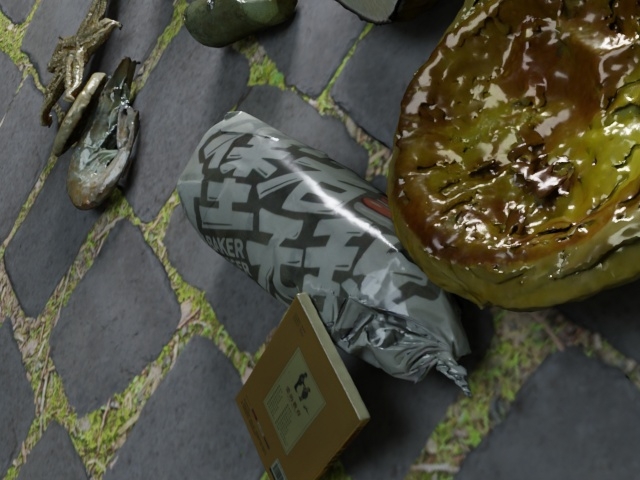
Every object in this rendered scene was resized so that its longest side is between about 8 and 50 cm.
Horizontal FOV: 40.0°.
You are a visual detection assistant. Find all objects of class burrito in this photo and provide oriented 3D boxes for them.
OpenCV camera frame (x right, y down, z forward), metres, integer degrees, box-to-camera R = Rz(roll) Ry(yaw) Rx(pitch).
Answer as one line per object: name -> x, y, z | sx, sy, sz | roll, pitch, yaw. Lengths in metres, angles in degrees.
burrito -> 0.000, 0.000, 0.775 | 0.445, 0.101, 0.139 | 35, 101, 49

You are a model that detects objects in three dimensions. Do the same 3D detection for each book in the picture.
book -> -0.021, 0.139, 0.731 | 0.118, 0.012, 0.172 | 61, 142, 27

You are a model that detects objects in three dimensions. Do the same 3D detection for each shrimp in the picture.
shrimp -> -0.279, -0.145, 1.180 | 0.126, 0.047, 0.223 | 7, 77, 45

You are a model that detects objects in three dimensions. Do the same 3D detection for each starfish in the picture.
starfish -> -0.373, -0.286, 1.332 | 0.231, 0.048, 0.295 | -30, 44, 41

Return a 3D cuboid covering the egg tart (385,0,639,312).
egg tart -> 0.178, -0.076, 0.612 | 0.290, 0.115, 0.290 | -22, 55, 37

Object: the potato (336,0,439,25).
potato -> 0.060, -0.367, 0.813 | 0.196, 0.246, 0.299 | -30, 72, -13

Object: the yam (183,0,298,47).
yam -> -0.097, -0.271, 1.027 | 0.146, 0.070, 0.070 | -10, 65, 45

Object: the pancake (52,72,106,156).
pancake -> -0.335, -0.174, 1.227 | 0.139, 0.022, 0.139 | -58, 11, 18
